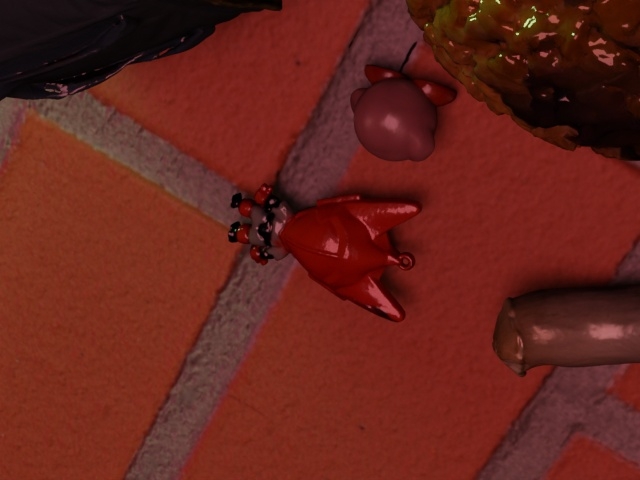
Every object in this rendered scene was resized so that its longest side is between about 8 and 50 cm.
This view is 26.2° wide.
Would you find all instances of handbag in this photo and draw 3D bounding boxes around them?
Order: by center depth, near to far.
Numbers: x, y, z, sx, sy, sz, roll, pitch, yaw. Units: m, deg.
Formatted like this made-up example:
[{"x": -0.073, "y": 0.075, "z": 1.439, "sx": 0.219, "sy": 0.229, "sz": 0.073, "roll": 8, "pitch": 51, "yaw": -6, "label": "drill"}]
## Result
[{"x": -0.192, "y": -0.233, "z": 1.034, "sx": 0.241, "sy": 0.263, "sz": 0.222, "roll": -16, "pitch": 87, "yaw": 22, "label": "handbag"}]

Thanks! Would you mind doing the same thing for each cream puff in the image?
[{"x": 0.207, "y": -0.174, "z": 0.876, "sx": 0.327, "sy": 0.343, "sz": 0.231, "roll": 3, "pitch": 75, "yaw": 25, "label": "cream puff"}]

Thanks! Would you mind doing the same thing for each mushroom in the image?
[{"x": 0.271, "y": 0.067, "z": 1.085, "sx": 0.278, "sy": 0.096, "sz": 0.099, "roll": -4, "pitch": 108, "yaw": 25, "label": "mushroom"}]

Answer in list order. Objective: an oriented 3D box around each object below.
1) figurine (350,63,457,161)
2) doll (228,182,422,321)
[{"x": 0.058, "y": -0.100, "z": 1.107, "sx": 0.083, "sy": 0.067, "sz": 0.071, "roll": 22, "pitch": 97, "yaw": 28, "label": "figurine"}, {"x": 0.000, "y": 0.000, "z": 1.171, "sx": 0.169, "sy": 0.057, "sz": 0.109, "roll": 13, "pitch": 111, "yaw": 14, "label": "doll"}]
